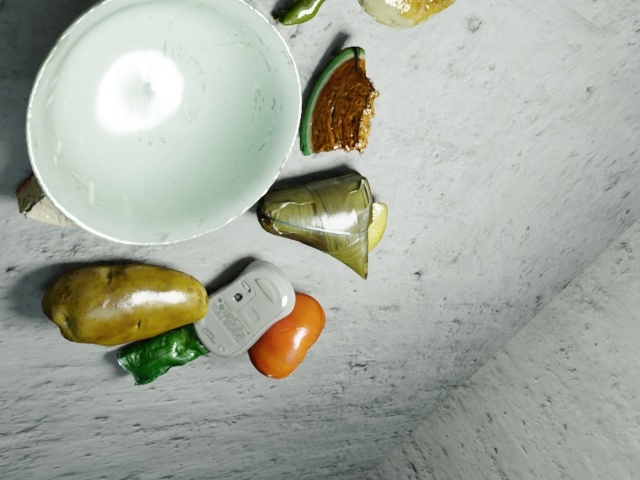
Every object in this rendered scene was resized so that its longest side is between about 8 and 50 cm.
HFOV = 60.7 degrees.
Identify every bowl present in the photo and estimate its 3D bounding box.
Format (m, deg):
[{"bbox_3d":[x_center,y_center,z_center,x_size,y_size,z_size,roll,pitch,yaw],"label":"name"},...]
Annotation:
[{"bbox_3d":[-0.262,-0.220,0.891,0.434,0.196,0.435,-24,139,-23],"label":"bowl"}]

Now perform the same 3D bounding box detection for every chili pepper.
[{"bbox_3d":[-0.405,0.302,1.508,0.270,0.099,0.136,-21,117,0],"label":"chili pepper"}]

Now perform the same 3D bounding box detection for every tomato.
[{"bbox_3d":[-0.103,0.267,1.562,0.260,0.180,0.260,-59,175,-8],"label":"tomato"}]

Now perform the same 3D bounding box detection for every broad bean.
[{"bbox_3d":[0.022,-0.460,0.939,0.256,0.053,0.052,-41,-177,18],"label":"broad bean"}]

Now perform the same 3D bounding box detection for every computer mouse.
[{"bbox_3d":[-0.197,0.173,1.440,0.297,0.184,0.121,-44,179,18],"label":"computer mouse"}]

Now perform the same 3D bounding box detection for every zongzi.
[{"bbox_3d":[0.000,0.000,1.326,0.286,0.138,0.300,-15,119,-16],"label":"zongzi"}]

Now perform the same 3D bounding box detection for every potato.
[{"bbox_3d":[-0.435,0.148,1.260,0.369,0.176,0.196,-1,93,-30],"label":"potato"}]

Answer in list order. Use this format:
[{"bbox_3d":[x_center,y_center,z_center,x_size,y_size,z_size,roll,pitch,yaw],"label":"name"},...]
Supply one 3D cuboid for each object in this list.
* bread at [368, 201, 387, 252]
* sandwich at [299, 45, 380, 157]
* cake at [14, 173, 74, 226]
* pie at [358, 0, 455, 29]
[{"bbox_3d":[0.094,-0.037,1.457,0.149,0.065,0.188,0,126,-21],"label":"bread"},{"bbox_3d":[0.050,-0.271,1.104,0.079,0.159,0.235,-15,123,-51],"label":"sandwich"},{"bbox_3d":[-0.450,-0.114,1.006,0.220,0.086,0.116,-42,140,17],"label":"cake"},{"bbox_3d":[0.185,-0.508,0.915,0.315,0.092,0.315,-30,144,-25],"label":"pie"}]
